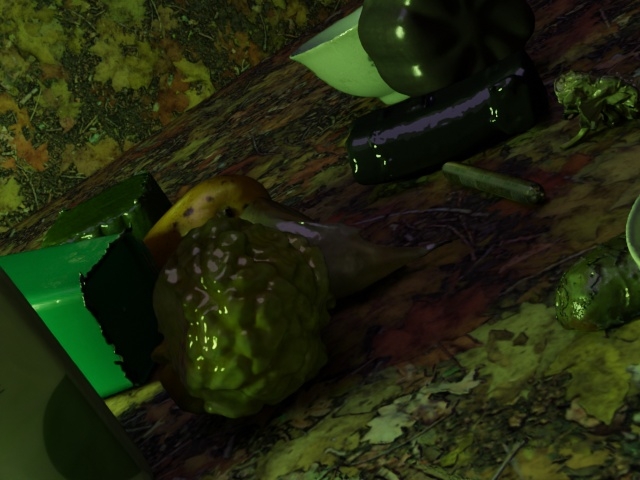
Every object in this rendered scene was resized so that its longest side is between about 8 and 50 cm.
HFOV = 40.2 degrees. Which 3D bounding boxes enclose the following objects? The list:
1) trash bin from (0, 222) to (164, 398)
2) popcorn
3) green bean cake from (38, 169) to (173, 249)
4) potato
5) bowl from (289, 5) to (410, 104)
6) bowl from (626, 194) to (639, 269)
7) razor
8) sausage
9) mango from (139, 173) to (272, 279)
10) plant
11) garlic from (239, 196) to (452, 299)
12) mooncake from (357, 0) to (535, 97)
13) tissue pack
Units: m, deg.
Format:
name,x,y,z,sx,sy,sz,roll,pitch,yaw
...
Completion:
name,x,y,z,sx,sy,sz,roll,pitch,yaw
trash bin,-0.438,0.122,1.324,0.380,0.295,0.259,-16,25,19
popcorn,-0.090,0.091,1.033,0.212,0.259,0.259,-11,13,-22
green bean cake,-0.411,-0.004,1.732,0.249,0.156,0.247,-30,22,2
potato,0.314,0.017,0.862,0.197,0.054,0.119,-27,18,10
bowl,0.166,-0.409,1.809,0.434,0.196,0.435,-29,14,8
bowl,0.387,0.008,0.655,0.277,0.145,0.277,-24,22,11
razor,0.200,-0.192,1.413,0.326,0.107,0.189,-21,22,21
sausage,0.236,-0.083,1.222,0.032,0.033,0.269,-34,21,-10
mango,-0.200,0.006,1.425,0.290,0.160,0.191,-30,14,33
plant,0.372,-0.177,1.198,0.116,0.122,0.104,23,12,35
garlic,-0.005,0.005,1.209,0.196,0.151,0.338,-23,15,-30
mooncake,0.228,-0.379,1.541,0.306,0.306,0.154,-35,24,-14
tissue pack,-0.388,0.175,1.006,0.194,0.357,0.266,-40,22,-24
